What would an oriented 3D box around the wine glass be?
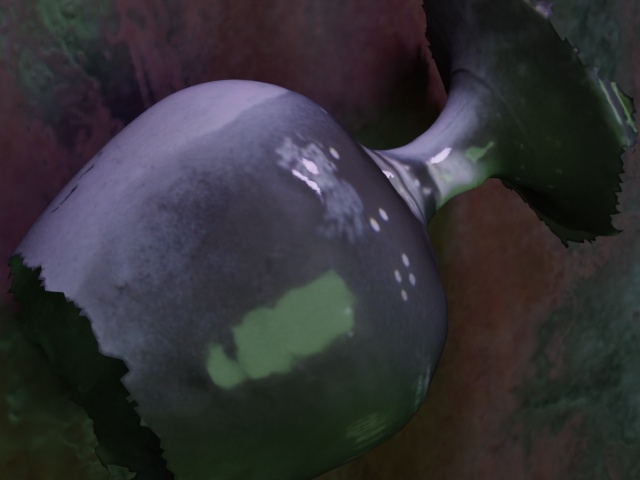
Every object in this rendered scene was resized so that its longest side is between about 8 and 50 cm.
[{"bbox_3d":[0.000,0.000,1.067,0.323,0.238,0.238,-31,123,-17],"label":"wine glass"}]
